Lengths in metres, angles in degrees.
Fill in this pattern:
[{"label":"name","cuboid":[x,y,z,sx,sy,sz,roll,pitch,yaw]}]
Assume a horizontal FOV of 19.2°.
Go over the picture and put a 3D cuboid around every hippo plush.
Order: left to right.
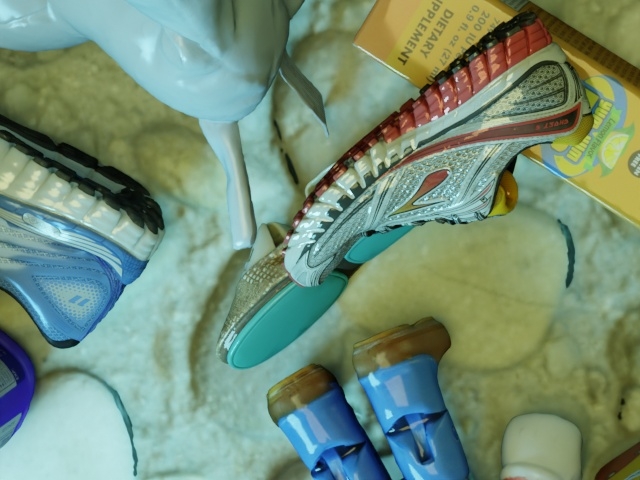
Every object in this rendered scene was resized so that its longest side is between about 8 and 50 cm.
[{"label":"hippo plush","cuboid":[-0.121,-0.196,1.197,0.237,0.234,0.294,16,146,27]}]

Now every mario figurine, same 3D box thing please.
[{"label":"mario figurine","cuboid":[0.083,0.220,1.257,0.198,0.170,0.320,-31,80,51]}]

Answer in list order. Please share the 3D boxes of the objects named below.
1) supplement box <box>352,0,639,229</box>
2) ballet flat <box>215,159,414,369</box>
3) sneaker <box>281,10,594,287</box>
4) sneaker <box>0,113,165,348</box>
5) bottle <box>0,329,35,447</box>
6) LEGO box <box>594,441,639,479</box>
[{"label":"supplement box","cuboid":[0.141,-0.097,1.192,0.233,0.080,0.078,32,107,3]},{"label":"ballet flat","cuboid":[0.000,0.000,1.254,0.206,0.073,0.067,-41,62,13]},{"label":"sneaker","cuboid":[0.066,-0.036,1.142,0.225,0.088,0.092,-38,96,26]},{"label":"sneaker","cuboid":[-0.276,-0.033,1.265,0.330,0.130,0.147,30,100,6]},{"label":"bottle","cuboid":[-0.279,0.116,1.213,0.118,0.283,0.092,29,104,5]},{"label":"LEGO box","cuboid":[0.465,0.176,1.106,0.500,0.193,0.372,-36,91,15]}]
